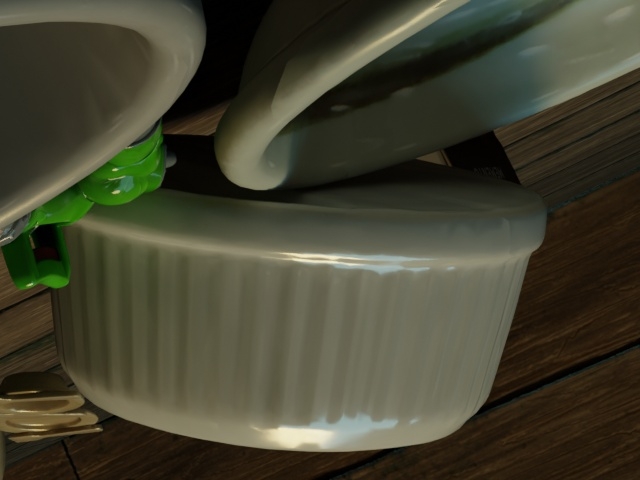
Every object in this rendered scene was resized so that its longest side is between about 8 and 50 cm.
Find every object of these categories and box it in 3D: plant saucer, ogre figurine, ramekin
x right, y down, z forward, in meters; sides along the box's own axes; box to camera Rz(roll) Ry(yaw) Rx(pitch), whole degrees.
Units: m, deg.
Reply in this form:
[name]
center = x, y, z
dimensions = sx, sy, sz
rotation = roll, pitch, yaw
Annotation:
[plant saucer]
center = 0.124, -0.147, 0.781
dimensions = 0.400, 0.100, 0.400
rotation = -24, 174, -3
[ogre figurine]
center = -0.149, -0.028, 0.793
dimensions = 0.197, 0.097, 0.118
rotation = -36, 160, 7
[ramekin]
center = -0.021, 0.023, 0.967
dimensions = 0.273, 0.127, 0.273
rotation = 6, -171, -1

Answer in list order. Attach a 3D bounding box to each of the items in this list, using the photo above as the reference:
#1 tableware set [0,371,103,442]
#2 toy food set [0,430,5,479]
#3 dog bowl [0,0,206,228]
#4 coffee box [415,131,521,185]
[tableware set]
center = -0.198, 0.098, 1.015
dimensions = 0.141, 0.020, 0.168
rotation = -4, 161, -2
[toy food set]
center = -0.335, 0.111, 1.079
dimensions = 0.306, 0.092, 0.219
rotation = -19, 144, -21
[dog bowl]
center = -0.190, -0.040, 0.512
dimensions = 0.349, 0.102, 0.349
rotation = -25, 174, -3
[coffee box]
center = 0.000, 0.000, 1.428
dimensions = 0.297, 0.119, 0.168
rotation = -26, 172, 21
